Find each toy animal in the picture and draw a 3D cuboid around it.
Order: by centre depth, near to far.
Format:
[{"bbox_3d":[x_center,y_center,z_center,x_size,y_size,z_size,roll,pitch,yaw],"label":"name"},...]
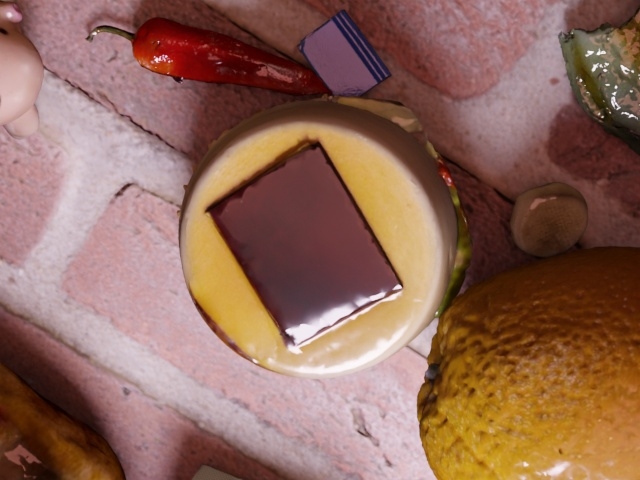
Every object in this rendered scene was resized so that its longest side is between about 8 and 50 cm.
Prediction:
[{"bbox_3d":[-0.399,-0.199,1.078,0.248,0.165,0.149,27,105,6],"label":"toy animal"}]

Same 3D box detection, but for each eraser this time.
[{"bbox_3d":[0.024,-0.187,1.112,0.063,0.027,0.084,-35,95,9],"label":"eraser"}]

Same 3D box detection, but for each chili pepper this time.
[{"bbox_3d":[-0.117,-0.188,1.107,0.268,0.050,0.059,17,80,9],"label":"chili pepper"}]

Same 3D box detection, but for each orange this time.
[{"bbox_3d":[0.271,0.162,1.007,0.357,0.322,0.322,15,99,8],"label":"orange"}]

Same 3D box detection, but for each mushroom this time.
[{"bbox_3d":[-0.367,0.270,1.092,0.346,0.259,0.345,0,98,3],"label":"mushroom"}]

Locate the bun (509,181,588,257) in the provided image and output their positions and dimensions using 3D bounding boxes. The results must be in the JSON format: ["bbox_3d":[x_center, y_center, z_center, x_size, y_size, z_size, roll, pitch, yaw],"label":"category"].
[{"bbox_3d":[0.232,-0.025,1.109,0.086,0.055,0.086,-6,122,-9],"label":"bun"}]

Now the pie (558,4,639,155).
[{"bbox_3d":[0.398,-0.202,1.065,0.303,0.067,0.302,1,100,4],"label":"pie"}]

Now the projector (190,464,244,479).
[{"bbox_3d":[-0.063,0.372,1.137,0.243,0.163,0.177,20,101,3],"label":"projector"}]

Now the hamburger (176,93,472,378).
[{"bbox_3d":[0.000,0.000,1.073,0.302,0.170,0.301,1,100,7],"label":"hamburger"}]
